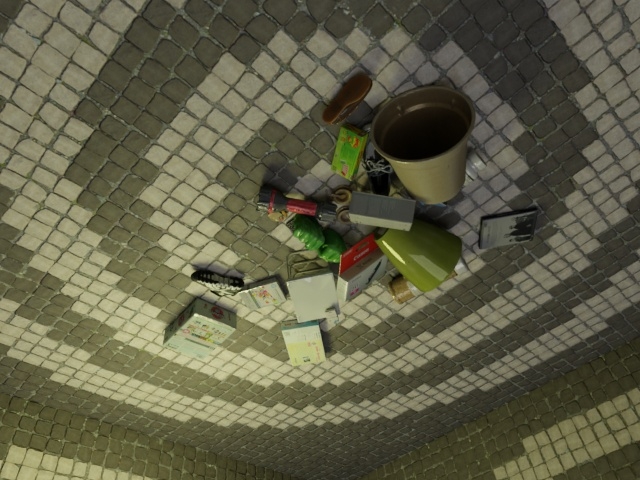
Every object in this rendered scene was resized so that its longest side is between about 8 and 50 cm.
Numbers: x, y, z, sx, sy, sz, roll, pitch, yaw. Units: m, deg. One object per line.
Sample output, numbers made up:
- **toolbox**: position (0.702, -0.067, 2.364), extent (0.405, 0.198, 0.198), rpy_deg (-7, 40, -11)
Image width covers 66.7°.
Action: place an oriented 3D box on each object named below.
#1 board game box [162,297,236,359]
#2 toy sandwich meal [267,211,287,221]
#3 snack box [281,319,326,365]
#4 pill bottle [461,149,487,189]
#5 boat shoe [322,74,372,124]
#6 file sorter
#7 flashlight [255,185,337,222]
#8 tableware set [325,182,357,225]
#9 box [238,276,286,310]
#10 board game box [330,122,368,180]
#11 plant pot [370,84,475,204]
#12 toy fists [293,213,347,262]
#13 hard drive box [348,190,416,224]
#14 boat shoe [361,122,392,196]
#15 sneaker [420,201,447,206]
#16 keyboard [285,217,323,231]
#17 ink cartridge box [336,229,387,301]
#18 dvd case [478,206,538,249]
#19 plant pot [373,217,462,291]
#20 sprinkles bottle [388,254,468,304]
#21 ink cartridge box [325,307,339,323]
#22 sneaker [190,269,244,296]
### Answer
- **board game box**: position (-0.576, 0.428, 2.322), extent (0.224, 0.097, 0.303), rpy_deg (30, 124, -30)
- **toy sandwich meal**: position (-0.170, -0.102, 1.935), extent (0.085, 0.029, 0.085), rpy_deg (-4, 132, -4)
- **snack box**: position (-0.081, 0.524, 2.497), extent (0.187, 0.060, 0.322), rpy_deg (-9, 133, 1)
- **pill bottle**: position (0.528, -0.255, 1.835), extent (0.108, 0.108, 0.180), rpy_deg (34, 120, -31)
- **boat shoe**: position (0.095, -0.466, 1.620), extent (0.207, 0.073, 0.073), rpy_deg (-36, 164, 28)
- **file sorter**: position (-0.034, 0.193, 2.125), extent (0.193, 0.173, 0.277), rpy_deg (-11, 133, 1)
- **flashlight**: position (-0.089, -0.131, 1.851), extent (0.304, 0.103, 0.103), rpy_deg (11, 143, -7)
- **tableware set**: position (0.095, -0.133, 1.935), extent (0.128, 0.039, 0.194), rpy_deg (-12, 133, 4)
- **box**: position (-0.266, 0.248, 2.237), extent (0.186, 0.038, 0.145), rpy_deg (-16, 132, 6)
- **board game box**: position (0.102, -0.315, 1.737), extent (0.092, 0.043, 0.181), rpy_deg (30, 133, 18)
- **plant pot**: position (0.368, -0.296, 1.664), extent (0.334, 0.334, 0.305), rpy_deg (-19, 143, 10)
- **toy fists**: position (0.000, 0.000, 1.948), extent (0.279, 0.142, 0.096), rpy_deg (35, 109, -32)
- **hard drive box**: position (0.229, -0.106, 1.810), extent (0.232, 0.089, 0.181), rpy_deg (10, 174, 8)
- **boat shoe**: position (0.206, -0.276, 1.775), extent (0.113, 0.105, 0.306), rpy_deg (-8, 133, 0)
- **sneaker**: position (0.434, -0.170, 1.946), extent (0.162, 0.063, 0.073), rpy_deg (19, 145, -17)
- **keyboard**: position (-0.048, -0.041, 2.013), extent (0.108, 0.023, 0.180), rpy_deg (-35, 128, 22)
- **ink cartridge box**: position (0.185, 0.098, 2.041), extent (0.275, 0.060, 0.239), rpy_deg (-32, 144, -34)
- **dvd case**: position (0.812, -0.050, 2.112), extent (0.239, 0.029, 0.179), rpy_deg (-10, 133, 2)
- **plant pot**: position (0.372, 0.022, 1.990), extent (0.293, 0.275, 0.275), rpy_deg (32, 122, -14)
- **sprinkles bottle**: position (0.484, 0.163, 2.202), extent (0.355, 0.121, 0.121), rpy_deg (-31, 129, 20)
- **ink cartridge box**: position (0.048, 0.325, 2.123), extent (0.048, 0.028, 0.083), rpy_deg (-15, 134, 4)
- **sneaker**: position (-0.461, 0.200, 2.140), extent (0.234, 0.078, 0.106), rpy_deg (14, 126, -22)
